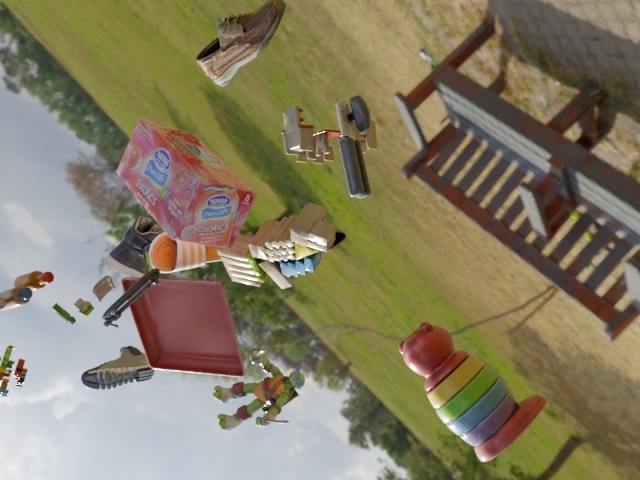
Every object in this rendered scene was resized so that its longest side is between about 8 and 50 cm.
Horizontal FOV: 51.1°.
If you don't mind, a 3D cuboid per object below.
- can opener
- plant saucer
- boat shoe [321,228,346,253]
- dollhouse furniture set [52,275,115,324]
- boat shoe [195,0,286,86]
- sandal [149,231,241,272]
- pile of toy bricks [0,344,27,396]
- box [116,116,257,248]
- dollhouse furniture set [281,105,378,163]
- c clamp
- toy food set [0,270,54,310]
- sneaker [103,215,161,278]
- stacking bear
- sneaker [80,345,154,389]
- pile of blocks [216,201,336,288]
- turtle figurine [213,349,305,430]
[{"bbox_3d":[0.104,-0.264,1.858,0.076,0.095,0.284,3,-107,-57],"label":"can opener"},{"bbox_3d":[-0.302,0.188,1.527,0.048,0.259,0.259,-57,-37,-55],"label":"plant saucer"},{"bbox_3d":[0.000,0.000,1.660,0.066,0.183,0.066,4,110,32],"label":"boat shoe"},{"bbox_3d":[-0.589,0.137,1.675,0.058,0.152,0.076,37,157,11],"label":"dollhouse furniture set"},{"bbox_3d":[-0.225,-0.546,1.811,0.120,0.324,0.123,33,-137,-27],"label":"boat shoe"},{"bbox_3d":[-0.292,0.012,1.652,0.076,0.265,0.102,-13,88,53],"label":"sandal"},{"bbox_3d":[-0.827,0.326,1.749,0.118,0.212,0.105,19,-128,-22],"label":"pile of toy bricks"},{"bbox_3d":[-0.289,-0.124,1.423,0.154,0.142,0.300,13,-158,-45],"label":"box"},{"bbox_3d":[0.009,-0.337,2.111,0.259,0.135,0.262,-1,176,-42],"label":"dollhouse furniture set"},{"bbox_3d":[-0.368,0.111,1.300,0.022,0.160,0.137,46,179,6],"label":"c clamp"},{"bbox_3d":[-0.648,0.083,1.296,0.232,0.104,0.111,27,-123,-47],"label":"toy food set"},{"bbox_3d":[-0.506,0.021,1.904,0.086,0.163,0.226,34,176,8],"label":"sneaker"},{"bbox_3d":[0.291,0.298,1.399,0.289,0.164,0.175,47,135,12],"label":"stacking bear"},{"bbox_3d":[-0.665,0.406,2.179,0.228,0.086,0.132,-1,-143,-26],"label":"sneaker"},{"bbox_3d":[-0.073,0.011,1.478,0.362,0.113,0.149,-15,123,45],"label":"pile of blocks"},{"bbox_3d":[-0.194,0.428,1.904,0.198,0.266,0.274,63,-163,1],"label":"turtle figurine"}]
